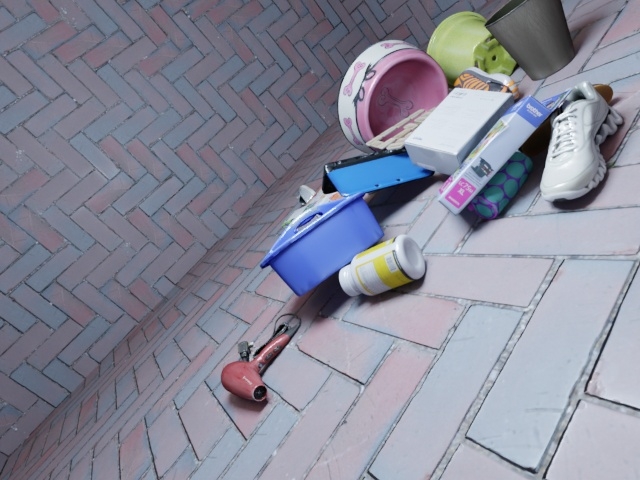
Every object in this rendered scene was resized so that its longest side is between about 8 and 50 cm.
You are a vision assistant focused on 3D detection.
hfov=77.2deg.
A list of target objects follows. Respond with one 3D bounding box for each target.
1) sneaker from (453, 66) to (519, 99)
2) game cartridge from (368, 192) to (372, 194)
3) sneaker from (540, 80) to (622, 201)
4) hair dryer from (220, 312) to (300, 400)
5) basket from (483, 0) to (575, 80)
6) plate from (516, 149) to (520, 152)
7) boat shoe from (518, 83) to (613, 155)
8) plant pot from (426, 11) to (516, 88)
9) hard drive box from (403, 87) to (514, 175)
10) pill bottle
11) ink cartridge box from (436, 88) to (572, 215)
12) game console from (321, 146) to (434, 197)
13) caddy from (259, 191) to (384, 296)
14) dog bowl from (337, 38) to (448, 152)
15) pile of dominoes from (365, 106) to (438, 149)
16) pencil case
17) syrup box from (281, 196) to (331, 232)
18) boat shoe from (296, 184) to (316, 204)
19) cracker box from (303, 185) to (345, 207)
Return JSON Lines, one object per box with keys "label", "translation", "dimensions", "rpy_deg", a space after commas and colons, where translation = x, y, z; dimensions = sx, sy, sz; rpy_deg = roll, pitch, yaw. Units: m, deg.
{"label": "sneaker", "translation": [0.480, -0.462, 1.318], "dimensions": [0.180, 0.124, 0.321], "rpy_deg": [-39, 21, 8]}
{"label": "game cartridge", "translation": [0.204, -0.204, 1.484], "dimensions": [0.056, 0.017, 0.083], "rpy_deg": [-16, 32, 45]}
{"label": "sneaker", "translation": [0.477, -0.189, 0.764], "dimensions": [0.110, 0.118, 0.292], "rpy_deg": [-11, 38, 54]}
{"label": "hair dryer", "translation": [-0.160, 0.298, 1.027], "dimensions": [0.224, 0.080, 0.293], "rpy_deg": [-37, 20, 14]}
{"label": "basket", "translation": [0.633, -0.606, 1.177], "dimensions": [0.204, 0.227, 0.154], "rpy_deg": [-35, 21, 24]}
{"label": "plate", "translation": [0.460, -0.245, 1.055], "dimensions": [0.188, 0.024, 0.188], "rpy_deg": [-37, 19, 15]}
{"label": "boat shoe", "translation": [0.534, -0.277, 0.901], "dimensions": [0.207, 0.073, 0.073], "rpy_deg": [-34, 23, 22]}
{"label": "plant pot", "translation": [0.569, -0.676, 1.457], "dimensions": [0.276, 0.276, 0.254], "rpy_deg": [-39, 30, 10]}
{"label": "hard drive box", "translation": [0.371, -0.292, 1.071], "dimensions": [0.232, 0.089, 0.181], "rpy_deg": [-46, 41, -10]}
{"label": "pill bottle", "translation": [0.134, 0.065, 0.910], "dimensions": [0.184, 0.103, 0.103], "rpy_deg": [-28, 24, 37]}
{"label": "ink cartridge box", "translation": [0.377, -0.199, 0.872], "dimensions": [0.311, 0.065, 0.186], "rpy_deg": [-49, -4, 18]}
{"label": "game console", "translation": [0.169, -0.183, 1.272], "dimensions": [0.293, 0.173, 0.250], "rpy_deg": [-15, -20, -9]}
{"label": "caddy", "translation": [0.000, 0.000, 1.071], "dimensions": [0.341, 0.179, 0.241], "rpy_deg": [-35, -2, -9]}
{"label": "dog bowl", "translation": [0.271, -0.483, 1.419], "dimensions": [0.408, 0.408, 0.150], "rpy_deg": [-42, 37, 1]}
{"label": "pile of dominoes", "translation": [0.294, -0.348, 1.290], "dimensions": [0.251, 0.040, 0.196], "rpy_deg": [-33, 28, -5]}
{"label": "pencil case", "translation": [0.389, -0.118, 0.863], "dimensions": [0.151, 0.064, 0.070], "rpy_deg": [-48, 33, -14]}
{"label": "syrup box", "translation": [-0.039, -0.083, 1.579], "dimensions": [0.237, 0.096, 0.093], "rpy_deg": [-19, 29, 51]}
{"label": "boat shoe", "translation": [-0.078, -0.215, 1.964], "dimensions": [0.081, 0.079, 0.227], "rpy_deg": [-40, 22, -6]}
{"label": "cracker box", "translation": [0.041, -0.177, 1.668], "dimensions": [0.155, 0.067, 0.232], "rpy_deg": [-51, 21, -23]}
